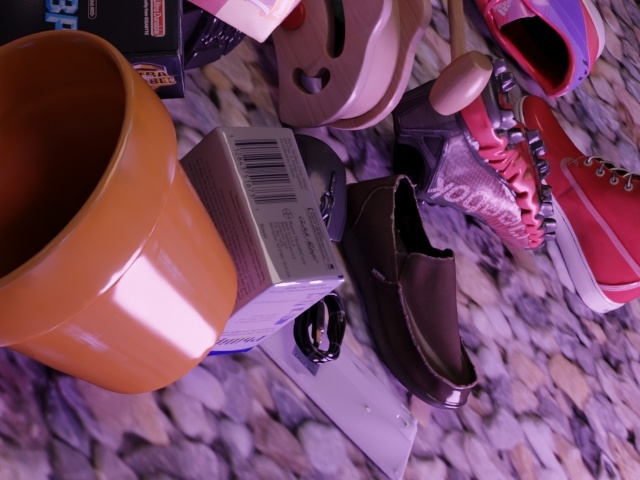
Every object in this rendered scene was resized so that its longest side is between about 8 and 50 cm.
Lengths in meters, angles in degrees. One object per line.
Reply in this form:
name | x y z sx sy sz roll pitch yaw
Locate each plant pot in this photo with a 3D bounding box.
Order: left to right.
plant pot | -0.154 0.001 1.086 0.188 0.205 0.205 48 32 -44

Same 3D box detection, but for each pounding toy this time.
pounding toy | 0.032 -0.186 1.517 0.154 0.154 0.269 -2 47 -53

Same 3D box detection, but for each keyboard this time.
keyboard | -0.011 0.089 1.353 0.256 0.014 0.072 47 41 -17

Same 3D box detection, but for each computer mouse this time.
computer mouse | 0.000 0.000 1.391 0.071 0.041 0.242 33 37 -38

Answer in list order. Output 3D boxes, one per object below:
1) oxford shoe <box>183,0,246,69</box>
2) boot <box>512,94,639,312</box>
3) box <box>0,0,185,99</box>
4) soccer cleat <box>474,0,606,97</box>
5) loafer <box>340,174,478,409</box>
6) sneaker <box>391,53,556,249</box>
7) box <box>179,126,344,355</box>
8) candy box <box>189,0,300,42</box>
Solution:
oxford shoe | -0.154 -0.183 1.332 0.096 0.083 0.227 50 28 14
boot | 0.308 -0.069 1.740 0.088 0.176 0.244 -14 75 -54
box | -0.187 -0.194 1.213 0.051 0.175 0.220 90 -3 -55
soccer cleat | 0.199 -0.299 1.848 0.318 0.108 0.116 51 38 -16
loafer | 0.081 0.040 1.447 0.080 0.078 0.220 -12 74 -55
sneaker | 0.144 -0.071 1.601 0.276 0.135 0.098 53 28 -54
box | -0.065 0.003 1.226 0.072 0.137 0.126 -4 67 -41
candy box | -0.062 -0.331 1.382 0.087 0.183 0.316 25 28 -39
